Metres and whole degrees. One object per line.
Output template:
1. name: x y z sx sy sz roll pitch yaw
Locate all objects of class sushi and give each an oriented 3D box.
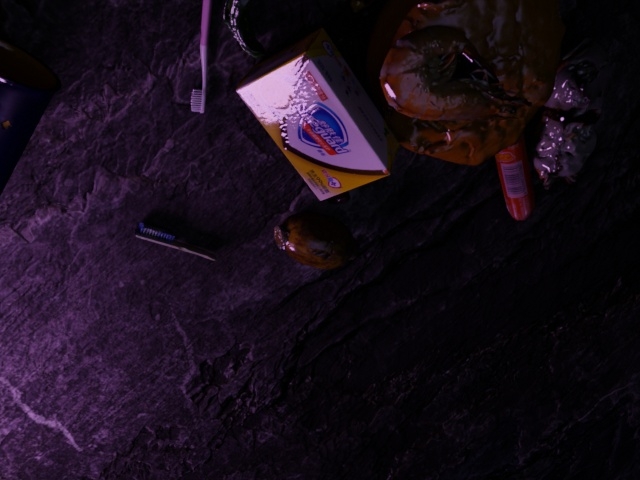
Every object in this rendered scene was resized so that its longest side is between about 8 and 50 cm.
1. sushi: 0.566 -0.283 1.452 0.124 0.130 0.331 -7 123 -24

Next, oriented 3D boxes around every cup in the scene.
1. cup: -0.547 -0.185 0.936 0.256 0.255 0.178 -54 166 16

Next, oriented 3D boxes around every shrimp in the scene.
1. shrimp: 0.235 -0.272 1.070 0.288 0.063 0.152 2 107 -19

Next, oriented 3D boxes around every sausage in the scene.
1. sausage: 0.470 -0.142 1.535 0.074 0.074 0.274 -32 130 -5

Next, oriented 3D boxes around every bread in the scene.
1. bread: 0.267 -0.337 1.203 0.399 0.215 0.397 -13 126 -19

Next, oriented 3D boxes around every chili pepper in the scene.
1. chili pepper: -0.121 -0.394 1.061 0.073 0.050 0.182 -10 128 -30

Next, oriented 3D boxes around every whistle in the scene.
1. whistle: 0.078 -0.463 1.138 0.046 0.057 0.109 20 131 12

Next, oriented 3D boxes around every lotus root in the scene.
1. lotus root: 0.000 0.000 1.348 0.210 0.120 0.120 11 115 -31

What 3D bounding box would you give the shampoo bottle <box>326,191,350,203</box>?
1. shampoo bottle: 0.019 -0.172 1.274 0.067 0.068 0.236 -61 145 -40

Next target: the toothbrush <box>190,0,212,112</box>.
1. toothbrush: -0.194 -0.349 1.072 0.025 0.020 0.286 0 121 -21

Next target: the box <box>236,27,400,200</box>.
1. box: 0.001 -0.214 1.125 0.168 0.097 0.265 -16 124 35

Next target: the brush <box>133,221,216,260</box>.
1. brush: -0.280 0.001 1.256 0.179 0.033 0.030 20 96 -37
